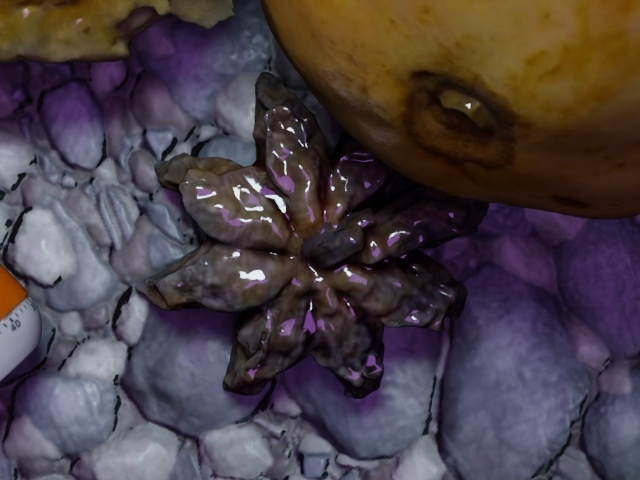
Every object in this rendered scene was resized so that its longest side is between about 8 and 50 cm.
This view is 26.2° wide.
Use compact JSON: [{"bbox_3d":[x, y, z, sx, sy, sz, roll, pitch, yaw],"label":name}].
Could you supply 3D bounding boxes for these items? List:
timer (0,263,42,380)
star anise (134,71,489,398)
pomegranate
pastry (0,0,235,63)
[{"bbox_3d":[-0.256,0.054,0.873,0.136,0.099,0.136,0,90,-24],"label":"timer"},{"bbox_3d":[0.001,-0.001,0.926,0.236,0.109,0.223,-42,97,-5],"label":"star anise"},{"bbox_3d":[0.153,-0.213,0.802,0.412,0.411,0.411,-1,94,-12],"label":"pomegranate"},{"bbox_3d":[-0.196,-0.244,0.804,0.330,0.136,0.329,-7,114,-15],"label":"pastry"}]
